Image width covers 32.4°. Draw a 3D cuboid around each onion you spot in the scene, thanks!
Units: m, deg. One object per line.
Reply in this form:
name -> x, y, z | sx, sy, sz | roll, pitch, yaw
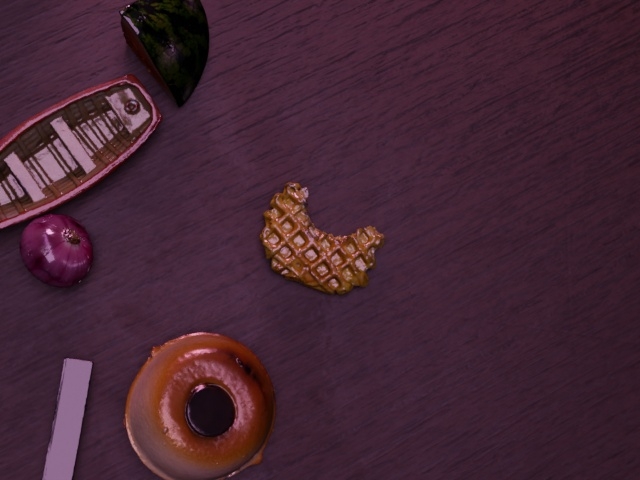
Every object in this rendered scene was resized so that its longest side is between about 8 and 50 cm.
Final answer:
onion -> -0.393, 0.017, 1.636 | 0.115, 0.104, 0.115 | 26, 39, -23

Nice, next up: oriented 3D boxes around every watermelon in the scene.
watermelon -> -0.222, -0.323, 1.694 | 0.145, 0.193, 0.137 | -39, 45, -12

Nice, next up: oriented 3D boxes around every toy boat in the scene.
toy boat -> -0.418, -0.109, 1.652 | 0.392, 0.079, 0.136 | -35, 91, -12

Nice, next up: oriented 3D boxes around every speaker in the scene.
speaker -> -0.372, 0.271, 1.630 | 0.046, 0.040, 0.191 | 9, 81, -8

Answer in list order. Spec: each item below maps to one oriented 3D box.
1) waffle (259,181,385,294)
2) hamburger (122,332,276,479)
waffle -> 0.000, -0.001, 1.713 | 0.194, 0.051, 0.149 | 19, 82, -5
hamburger -> -0.174, 0.245, 1.611 | 0.236, 0.147, 0.237 | 4, 79, -20
